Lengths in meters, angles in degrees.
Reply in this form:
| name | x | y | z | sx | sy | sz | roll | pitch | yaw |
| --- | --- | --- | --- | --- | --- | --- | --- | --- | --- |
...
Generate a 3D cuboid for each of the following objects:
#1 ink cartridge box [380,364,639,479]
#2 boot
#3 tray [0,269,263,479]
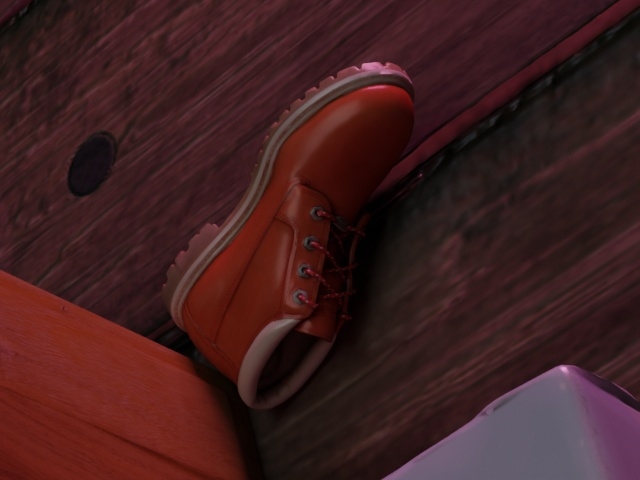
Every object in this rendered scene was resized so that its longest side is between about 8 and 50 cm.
| name | x | y | z | sx | sy | sz | roll | pitch | yaw |
| --- | --- | --- | --- | --- | --- | --- | --- | --- | --- |
| ink cartridge box | 0.017 | 0.270 | 0.522 | 0.308 | 0.091 | 0.385 | -36 | 45 | 26 |
| boot | 0.000 | 0.000 | 0.858 | 0.158 | 0.059 | 0.084 | -54 | 43 | 20 |
| tray | -0.172 | 0.078 | 0.712 | 0.076 | 0.411 | 0.203 | -39 | 45 | 25 |
